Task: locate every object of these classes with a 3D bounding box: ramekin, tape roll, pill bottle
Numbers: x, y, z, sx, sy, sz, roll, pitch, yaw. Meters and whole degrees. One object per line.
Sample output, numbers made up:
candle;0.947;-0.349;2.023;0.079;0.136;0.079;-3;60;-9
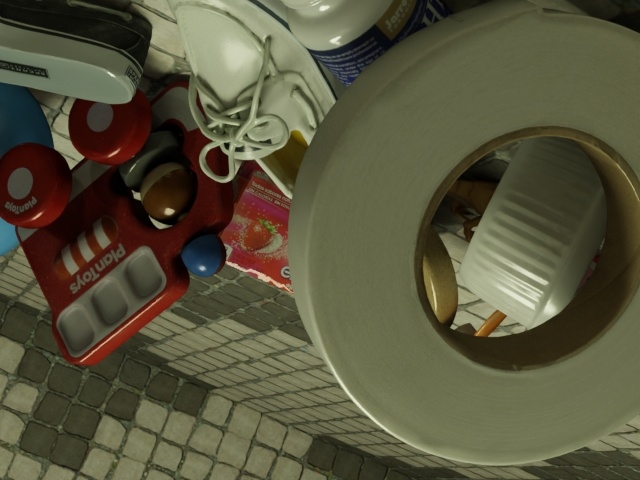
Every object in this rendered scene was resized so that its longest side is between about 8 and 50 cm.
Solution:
ramekin;0.220;-0.016;1.136;0.109;0.207;0.207;26;162;9
tape roll;0.166;-0.001;0.964;0.392;0.392;0.072;28;-172;-21
pill bottle;0.038;-0.190;0.966;0.112;0.112;0.187;2;155;42

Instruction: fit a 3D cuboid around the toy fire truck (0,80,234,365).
toy fire truck;-0.221;-0.029;1.352;0.253;0.302;0.169;59;-165;22

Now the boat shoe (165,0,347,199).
boat shoe;-0.068;-0.132;1.164;0.136;0.156;0.367;11;160;25

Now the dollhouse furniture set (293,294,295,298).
dollhouse furniture set;-0.031;0.029;1.719;0.059;0.076;0.151;31;161;9

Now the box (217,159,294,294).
box;0.000;0.000;1.448;0.257;0.122;0.128;25;-163;-13

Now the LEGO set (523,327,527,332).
LEGO set;0.409;0.158;1.559;0.132;0.107;0.287;30;159;-27

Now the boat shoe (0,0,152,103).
boat shoe;-0.334;-0.238;1.230;0.306;0.104;0.113;13;157;3

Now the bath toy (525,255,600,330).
bath toy;0.330;0.080;1.280;0.151;0.129;0.348;59;173;-10

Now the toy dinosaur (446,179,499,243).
toy dinosaur;0.179;-0.050;1.320;0.212;0.064;0.112;15;143;-9

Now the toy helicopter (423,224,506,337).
toy helicopter;0.106;0.110;1.328;0.235;0.140;0.355;35;144;37

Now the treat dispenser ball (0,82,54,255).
treat dispenser ball;-0.485;-0.103;1.468;0.288;0.288;0.288;18;161;6
